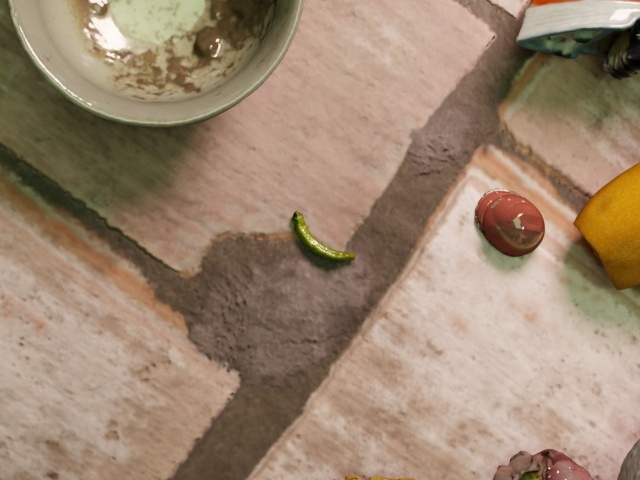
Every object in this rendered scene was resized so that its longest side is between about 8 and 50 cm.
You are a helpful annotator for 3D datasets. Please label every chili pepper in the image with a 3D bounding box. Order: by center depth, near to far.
[{"bbox_3d":[0.000,0.000,1.337,0.083,0.017,0.030,43,82,-5],"label":"chili pepper"}]

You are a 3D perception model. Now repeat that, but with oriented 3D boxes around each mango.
[{"bbox_3d":[0.454,-0.029,1.334,0.359,0.144,0.187,0,122,-5],"label":"mango"}]

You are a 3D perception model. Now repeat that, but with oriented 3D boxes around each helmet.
[{"bbox_3d":[0.211,-0.020,1.352,0.084,0.049,0.065,43,85,-6],"label":"helmet"}]

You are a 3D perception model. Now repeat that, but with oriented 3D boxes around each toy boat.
[{"bbox_3d":[0.368,-0.201,1.326,0.332,0.145,0.133,11,81,-12],"label":"toy boat"}]

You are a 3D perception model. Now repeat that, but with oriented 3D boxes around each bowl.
[{"bbox_3d":[-0.164,-0.256,1.247,0.289,0.146,0.289,-1,95,-7],"label":"bowl"}]

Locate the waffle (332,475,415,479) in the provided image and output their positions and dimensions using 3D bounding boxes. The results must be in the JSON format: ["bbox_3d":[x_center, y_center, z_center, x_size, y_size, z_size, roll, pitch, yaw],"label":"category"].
[{"bbox_3d":[0.049,0.336,1.331,0.191,0.038,0.191,0,89,-8],"label":"waffle"}]

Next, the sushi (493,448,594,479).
[{"bbox_3d":[0.225,0.341,1.295,0.107,0.161,0.241,24,85,-9],"label":"sushi"}]

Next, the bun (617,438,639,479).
[{"bbox_3d":[0.486,0.288,1.310,0.362,0.211,0.361,0,87,-7],"label":"bun"}]
